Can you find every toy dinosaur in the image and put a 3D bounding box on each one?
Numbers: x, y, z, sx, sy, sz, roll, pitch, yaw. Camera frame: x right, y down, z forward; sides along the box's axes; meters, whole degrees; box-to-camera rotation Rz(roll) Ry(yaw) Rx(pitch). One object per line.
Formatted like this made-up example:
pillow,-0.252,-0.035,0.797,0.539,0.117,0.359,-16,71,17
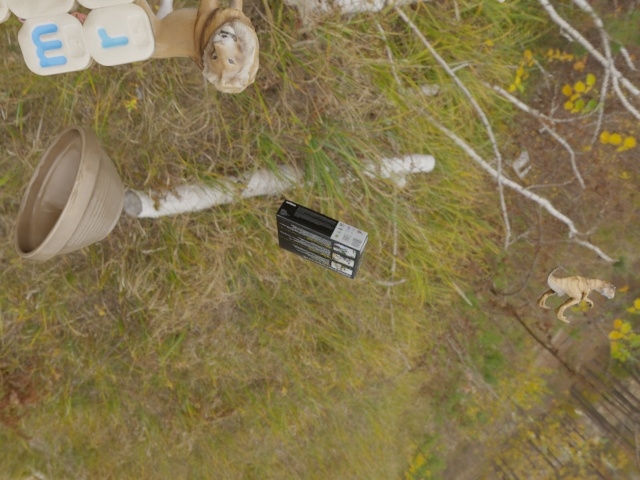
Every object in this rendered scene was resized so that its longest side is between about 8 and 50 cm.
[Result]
toy dinosaur,0.441,0.085,0.863,0.211,0.064,0.112,8,121,-30

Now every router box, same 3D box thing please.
router box,0.000,0.000,0.954,0.133,0.178,0.046,94,22,-61

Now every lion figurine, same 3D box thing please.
lion figurine,-0.279,-0.432,0.983,0.142,0.391,0.241,7,96,-61

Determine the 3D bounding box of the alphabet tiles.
alphabet tiles,-0.268,-0.324,0.487,0.277,0.021,0.285,-10,106,-1

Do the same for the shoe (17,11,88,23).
shoe,-0.456,-0.393,0.882,0.177,0.081,0.064,9,98,-10

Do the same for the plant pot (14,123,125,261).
plant pot,-0.421,-0.069,0.831,0.109,0.237,0.237,27,108,-45
